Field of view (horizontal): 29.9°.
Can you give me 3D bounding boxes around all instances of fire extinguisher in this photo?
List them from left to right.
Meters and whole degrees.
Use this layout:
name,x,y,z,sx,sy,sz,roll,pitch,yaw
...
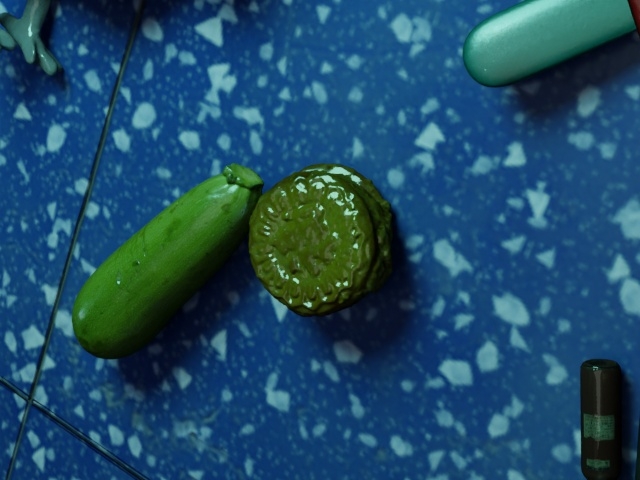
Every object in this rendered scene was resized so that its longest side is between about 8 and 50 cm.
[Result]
name,x,y,z,sx,sy,sz,roll,pitch,yaw
fire extinguisher,0.181,0.123,0.726,0.046,0.032,0.100,-3,97,-3

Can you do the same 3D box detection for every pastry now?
name,x,y,z,sx,sy,sz,roll,pitch,yaw
pastry,0.000,0.000,0.792,0.109,0.057,0.097,33,111,21

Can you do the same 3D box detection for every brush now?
name,x,y,z,sx,sy,sz,roll,pitch,yaw
brush,0.173,-0.138,0.687,0.193,0.032,0.043,-22,84,19

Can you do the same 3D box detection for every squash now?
name,x,y,z,sx,sy,sz,roll,pitch,yaw
squash,-0.111,0.016,0.856,0.201,0.066,0.066,-44,75,28

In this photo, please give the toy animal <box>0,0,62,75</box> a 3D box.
name,x,y,z,sx,sy,sz,roll,pitch,yaw
toy animal,-0.205,-0.226,0.869,0.367,0.081,0.206,36,118,30

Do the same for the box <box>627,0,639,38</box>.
name,x,y,z,sx,sy,sz,roll,pitch,yaw
box,0.277,-0.064,0.587,0.197,0.089,0.313,-18,89,23
